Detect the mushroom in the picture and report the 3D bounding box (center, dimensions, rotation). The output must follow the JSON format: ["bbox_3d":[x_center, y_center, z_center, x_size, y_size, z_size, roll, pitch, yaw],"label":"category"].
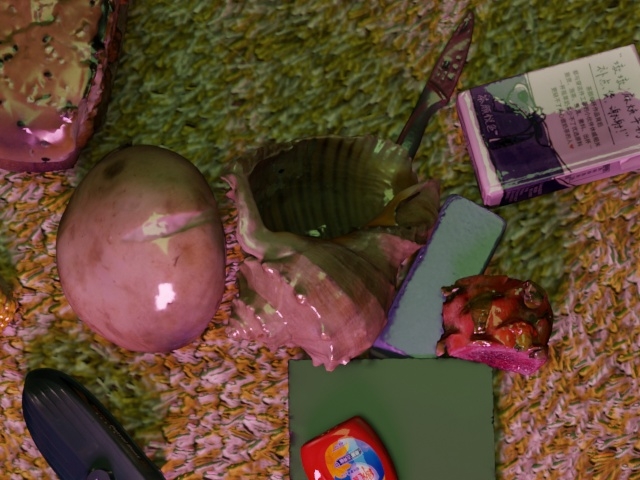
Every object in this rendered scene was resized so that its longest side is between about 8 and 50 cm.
[{"bbox_3d":[-0.203,0.004,1.762,0.184,0.255,0.255,-1,79,-33],"label":"mushroom"}]

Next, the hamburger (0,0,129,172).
[{"bbox_3d":[-0.371,-0.246,1.819,0.276,0.195,0.318,7,80,4],"label":"hamburger"}]

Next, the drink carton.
[{"bbox_3d":[0.285,-0.134,1.794,0.222,0.102,0.134,-15,78,2],"label":"drink carton"}]

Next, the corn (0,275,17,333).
[{"bbox_3d":[-0.475,0.130,1.818,0.244,0.093,0.093,-41,80,0],"label":"corn"}]

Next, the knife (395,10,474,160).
[{"bbox_3d":[0.139,-0.173,1.853,0.035,0.018,0.247,26,83,9],"label":"knife"}]

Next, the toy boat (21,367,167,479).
[{"bbox_3d":[-0.278,0.241,1.793,0.246,0.103,0.093,44,101,23],"label":"toy boat"}]

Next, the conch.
[{"bbox_3d":[-0.008,0.005,1.750,0.324,0.186,0.263,-37,95,-45],"label":"conch"}]

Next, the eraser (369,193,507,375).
[{"bbox_3d":[0.141,0.059,1.806,0.082,0.036,0.225,26,84,8],"label":"eraser"}]

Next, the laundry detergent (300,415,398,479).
[{"bbox_3d":[0.049,0.292,1.744,0.097,0.049,0.165,-30,86,9],"label":"laundry detergent"}]

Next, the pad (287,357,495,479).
[{"bbox_3d":[0.083,0.321,1.767,0.247,0.007,0.368,-2,86,5],"label":"pad"}]

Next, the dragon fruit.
[{"bbox_3d":[0.217,0.095,1.736,0.147,0.096,0.102,18,68,-18],"label":"dragon fruit"}]
